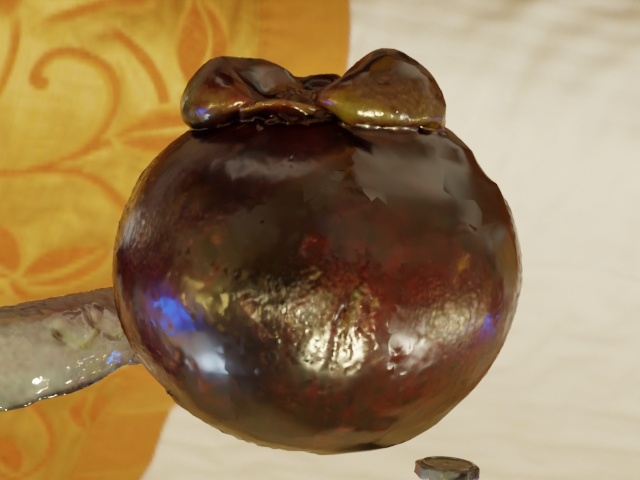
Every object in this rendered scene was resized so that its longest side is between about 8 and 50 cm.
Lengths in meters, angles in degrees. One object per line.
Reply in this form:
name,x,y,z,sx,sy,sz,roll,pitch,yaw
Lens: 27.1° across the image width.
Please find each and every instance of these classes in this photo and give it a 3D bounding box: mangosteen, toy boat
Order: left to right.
toy boat,-0.200,0.062,0.916,0.155,0.085,0.227,-11,-177,26
mangosteen,0.000,0.000,0.485,0.152,0.152,0.152,-7,136,-6

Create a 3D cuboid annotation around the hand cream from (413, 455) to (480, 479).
hand cream,0.078,0.284,0.903,0.091,0.058,0.271,4,95,3
